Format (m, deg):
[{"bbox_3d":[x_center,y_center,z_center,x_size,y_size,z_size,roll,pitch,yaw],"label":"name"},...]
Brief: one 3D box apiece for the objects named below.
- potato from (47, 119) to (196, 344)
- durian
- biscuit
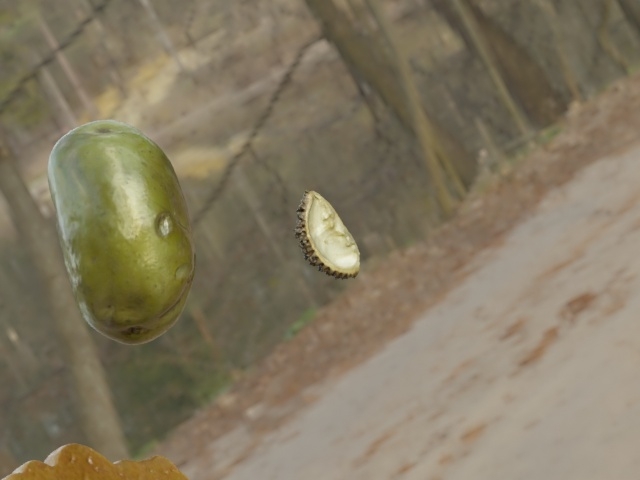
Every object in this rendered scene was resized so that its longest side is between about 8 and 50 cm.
[{"bbox_3d":[-0.217,-0.009,1.870,0.148,0.228,0.197,-7,-29,-30],"label":"potato"},{"bbox_3d":[0.004,0.001,2.100,0.066,0.130,0.052,-32,15,2],"label":"durian"},{"bbox_3d":[-0.182,0.242,1.437,0.040,0.144,0.236,-41,-34,26],"label":"biscuit"}]
